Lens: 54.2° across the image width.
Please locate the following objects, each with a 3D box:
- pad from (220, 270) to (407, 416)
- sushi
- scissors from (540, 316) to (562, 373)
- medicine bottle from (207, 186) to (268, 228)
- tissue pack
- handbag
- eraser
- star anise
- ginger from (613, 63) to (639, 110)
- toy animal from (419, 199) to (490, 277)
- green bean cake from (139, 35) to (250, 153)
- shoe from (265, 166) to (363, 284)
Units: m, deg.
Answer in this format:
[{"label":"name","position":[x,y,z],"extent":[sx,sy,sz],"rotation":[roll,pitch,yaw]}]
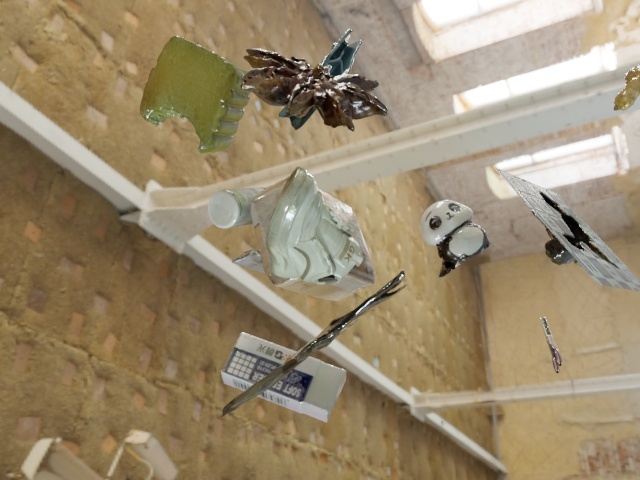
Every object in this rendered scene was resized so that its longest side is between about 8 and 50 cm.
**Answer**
[{"label":"pad","position":[-0.001,0.121,0.745],"extent":[0.022,0.174,0.233],"rotation":[53,-139,6]},{"label":"sushi","position":[0.554,0.000,1.420],"extent":[0.359,0.064,0.343],"rotation":[10,-140,-47]},{"label":"scissors","position":[0.685,0.304,1.857],"extent":[0.085,0.022,0.176],"rotation":[76,-172,-50]},{"label":"medicine bottle","position":[-0.169,-0.076,1.418],"extent":[0.183,0.086,0.086],"rotation":[-13,-89,-63]},{"label":"tissue pack","position":[-0.043,0.020,1.412],"extent":[0.305,0.239,0.238],"rotation":[23,-122,-63]},{"label":"handbag","position":[0.002,-0.375,1.469],"extent":[0.062,0.229,0.179],"rotation":[38,-134,-12]},{"label":"eraser","position":[-0.090,0.337,1.551],"extent":[0.086,0.287,0.130],"rotation":[89,-156,-54]},{"label":"star anise","position":[-0.013,-0.278,1.126],"extent":[0.288,0.288,0.088],"rotation":[-55,-17,-59]},{"label":"ginger","position":[0.781,-0.389,1.555],"extent":[0.067,0.165,0.096],"rotation":[48,-178,-19]},{"label":"toy animal","position":[0.341,-0.018,1.663],"extent":[0.179,0.166,0.138],"rotation":[58,167,7]},{"label":"green bean cake","position":[-0.297,-0.349,1.524],"extent":[0.232,0.236,0.124],"rotation":[-63,-18,13]},{"label":"shoe","position":[0.000,0.000,1.079],"extent":[0.316,0.159,0.124],"rotation":[101,-167,-67]}]
